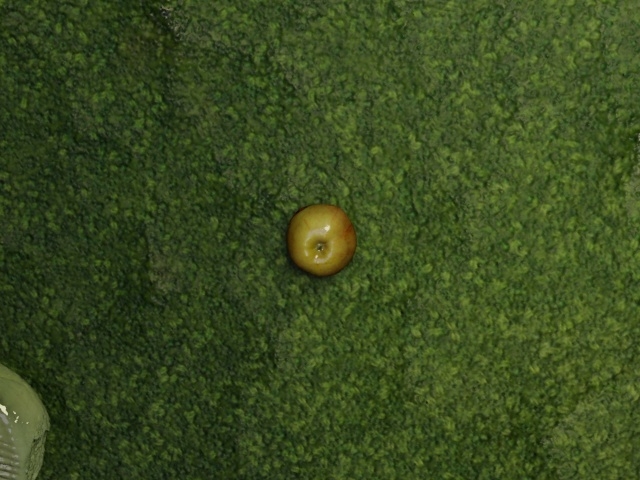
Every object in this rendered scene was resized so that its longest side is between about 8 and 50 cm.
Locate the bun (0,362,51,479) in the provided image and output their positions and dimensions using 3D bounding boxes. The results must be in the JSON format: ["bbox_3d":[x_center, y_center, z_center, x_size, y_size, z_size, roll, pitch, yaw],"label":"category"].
[{"bbox_3d":[-0.426,0.219,1.771,0.221,0.108,0.221,4,113,9],"label":"bun"}]

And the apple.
[{"bbox_3d":[0.000,0.000,1.661,0.084,0.071,0.084,3,106,10],"label":"apple"}]
